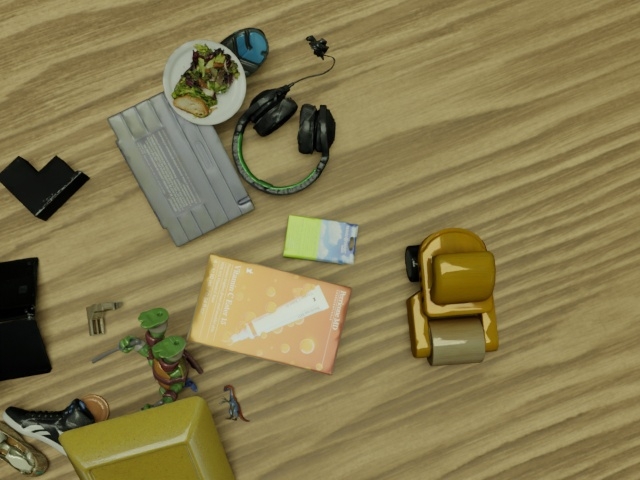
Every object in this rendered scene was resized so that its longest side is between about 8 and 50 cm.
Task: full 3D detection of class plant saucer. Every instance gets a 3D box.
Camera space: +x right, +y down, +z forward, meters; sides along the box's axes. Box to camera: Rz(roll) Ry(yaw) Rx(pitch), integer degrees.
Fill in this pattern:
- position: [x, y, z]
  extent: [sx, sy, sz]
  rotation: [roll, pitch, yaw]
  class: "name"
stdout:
- position: [-0.381, 0.538, 1.550]
  extent: [0.333, 0.081, 0.332]
  rotation: [-15, 119, -4]
  class: "plant saucer"
- position: [-0.562, 0.421, 1.674]
  extent: [0.084, 0.013, 0.083]
  rotation: [0, 83, -2]
  class: "plant saucer"

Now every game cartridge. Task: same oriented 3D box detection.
- position: [-0.341, -0.185, 1.677]
  extent: [0.230, 0.068, 0.355]
  rotation: [-25, 105, -1]
  class: "game cartridge"

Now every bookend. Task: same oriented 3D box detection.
- position: [-0.695, -0.160, 1.699]
  extent: [0.157, 0.072, 0.156]
  rotation: [43, 83, 3]
  class: "bookend"

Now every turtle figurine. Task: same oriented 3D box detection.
- position: [-0.407, 0.298, 1.562]
  extent: [0.275, 0.266, 0.197]
  rotation: [9, 43, -8]
  class: "turtle figurine"

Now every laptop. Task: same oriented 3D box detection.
- position: [-0.799, 0.200, 1.688]
  extent: [0.234, 0.136, 0.264]
  rotation: [-9, 59, -4]
  class: "laptop"

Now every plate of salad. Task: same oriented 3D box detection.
- position: [-0.269, -0.373, 1.607]
  extent: [0.200, 0.048, 0.199]
  rotation: [-2, 96, -21]
  class: "plate of salad"

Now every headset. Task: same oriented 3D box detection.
- position: [-0.070, -0.302, 1.683]
  extent: [0.243, 0.185, 0.394]
  rotation: [24, 95, 0]
  class: "headset"

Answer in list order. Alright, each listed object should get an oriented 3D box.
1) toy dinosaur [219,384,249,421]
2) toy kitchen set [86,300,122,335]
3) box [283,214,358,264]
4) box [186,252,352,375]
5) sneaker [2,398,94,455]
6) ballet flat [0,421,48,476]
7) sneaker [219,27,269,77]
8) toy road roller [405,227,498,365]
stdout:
- position: [-0.218, 0.403, 1.689]
  extent: [0.090, 0.047, 0.082]
  rotation: [18, 72, -33]
  class: "toy dinosaur"
- position: [-0.522, 0.190, 1.676]
  extent: [0.068, 0.083, 0.075]
  rotation: [-3, 83, -44]
  class: "toy kitchen set"
- position: [0.000, 0.000, 1.726]
  extent: [0.178, 0.042, 0.109]
  rotation: [8, 85, -2]
  class: "box"
- position: [-0.118, 0.177, 1.640]
  extent: [0.345, 0.168, 0.215]
  rotation: [13, 83, -1]
  class: "box"
- position: [-0.638, 0.420, 1.636]
  extent: [0.217, 0.079, 0.121]
  rotation: [28, 87, -3]
  class: "sneaker"
- position: [-0.747, 0.496, 1.632]
  extent: [0.206, 0.067, 0.073]
  rotation: [30, 84, 1]
  class: "ballet flat"
- position: [-0.266, -0.409, 1.728]
  extent: [0.341, 0.139, 0.125]
  rotation: [-35, 114, 12]
  class: "sneaker"
- position: [0.321, 0.135, 1.625]
  extent: [0.203, 0.240, 0.329]
  rotation: [-5, 84, -2]
  class: "toy road roller"
